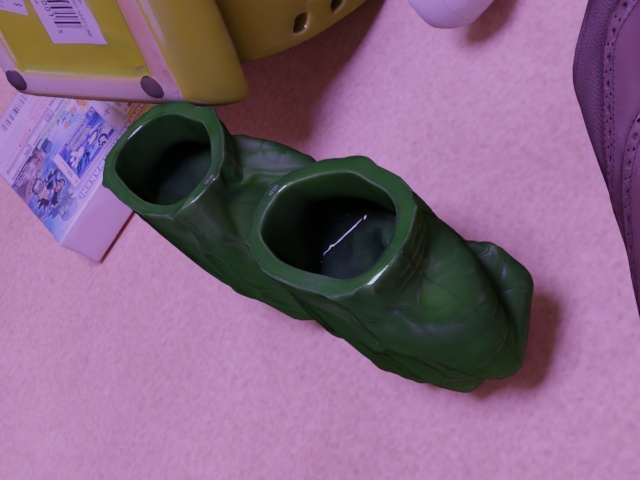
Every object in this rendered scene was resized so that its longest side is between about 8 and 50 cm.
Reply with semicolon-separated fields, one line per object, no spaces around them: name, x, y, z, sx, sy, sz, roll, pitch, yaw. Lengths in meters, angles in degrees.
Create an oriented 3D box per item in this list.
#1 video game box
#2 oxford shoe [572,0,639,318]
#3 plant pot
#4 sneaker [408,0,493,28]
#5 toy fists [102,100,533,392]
video game box;-0.176;-0.112;0.949;0.205;0.048;0.187;-55;42;5
oxford shoe;0.191;-0.046;0.555;0.133;0.130;0.363;144;134;-69
plant pot;-0.116;-0.213;0.750;0.227;0.228;0.207;9;47;34
sneaker;0.135;-0.262;0.698;0.123;0.106;0.290;10;75;47
toy fists;0.000;0.000;0.665;0.279;0.142;0.096;22;73;46
